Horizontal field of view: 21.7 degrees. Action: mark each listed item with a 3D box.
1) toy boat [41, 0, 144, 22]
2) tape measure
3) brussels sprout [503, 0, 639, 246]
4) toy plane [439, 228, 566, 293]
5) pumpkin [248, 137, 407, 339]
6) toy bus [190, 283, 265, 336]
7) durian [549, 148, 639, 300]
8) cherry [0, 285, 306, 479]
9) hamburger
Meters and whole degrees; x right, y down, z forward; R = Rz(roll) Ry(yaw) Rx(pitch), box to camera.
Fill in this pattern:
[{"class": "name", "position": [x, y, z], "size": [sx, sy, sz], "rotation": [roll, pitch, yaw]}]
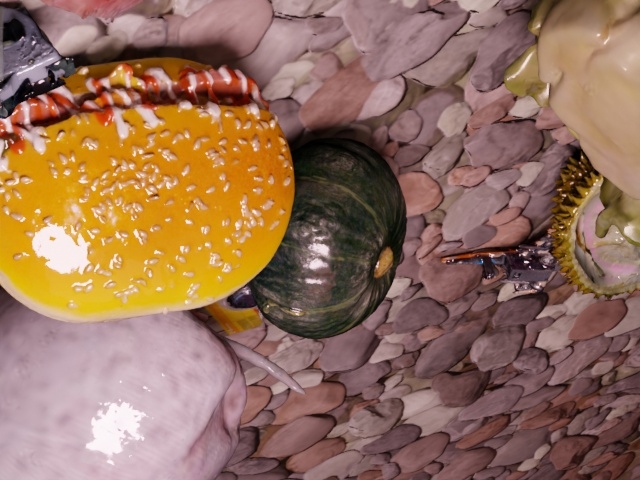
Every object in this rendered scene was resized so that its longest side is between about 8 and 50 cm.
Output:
[{"class": "toy boat", "position": [-0.125, -0.301, 1.283], "size": [0.206, 0.096, 0.282], "rotation": [2, 127, -55]}, {"class": "tape measure", "position": [-0.263, -0.147, 1.373], "size": [0.091, 0.094, 0.054], "rotation": [-36, 150, -21]}, {"class": "brussels sprout", "position": [0.394, -0.206, 1.548], "size": [0.361, 0.342, 0.425], "rotation": [-45, 159, -23]}, {"class": "toy plane", "position": [0.235, 0.029, 2.008], "size": [0.188, 0.062, 0.135], "rotation": [-10, 146, -25]}, {"class": "pumpkin", "position": [0.002, -0.001, 1.688], "size": [0.211, 0.152, 0.211], "rotation": [-41, 142, -42]}, {"class": "toy bus", "position": [-0.129, 0.011, 1.708], "size": [0.106, 0.092, 0.268], "rotation": [-19, 149, 7]}, {"class": "durian", "position": [0.335, -0.053, 1.892], "size": [0.193, 0.137, 0.237], "rotation": [-13, 144, -11]}, {"class": "cherry", "position": [-0.228, 0.172, 1.618], "size": [0.326, 0.335, 0.291], "rotation": [-19, 117, 43]}, {"class": "hamburger", "position": [-0.169, -0.044, 1.469], "size": [0.295, 0.227, 0.151], "rotation": [-11, 179, -29]}]
